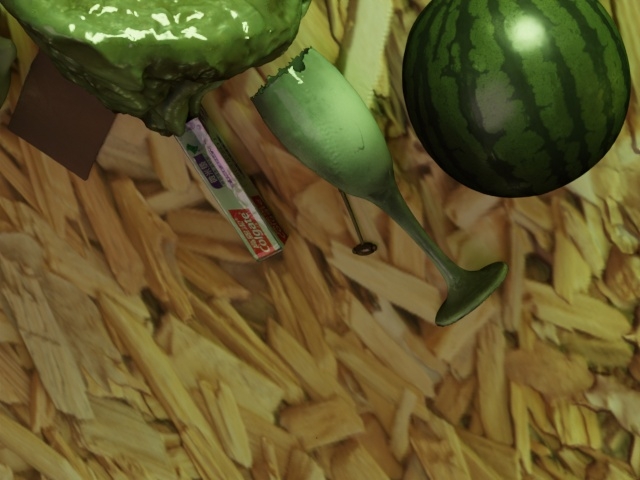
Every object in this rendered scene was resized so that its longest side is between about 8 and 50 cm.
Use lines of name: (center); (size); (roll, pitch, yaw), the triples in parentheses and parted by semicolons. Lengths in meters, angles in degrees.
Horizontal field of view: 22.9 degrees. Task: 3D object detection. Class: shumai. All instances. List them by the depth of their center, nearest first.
shumai: (-0.185, -0.198, 1.527); (0.309, 0.304, 0.263); (32, 141, 10)

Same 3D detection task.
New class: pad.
pad: (-0.279, -0.160, 1.765); (0.113, 0.006, 0.188); (33, 131, 2)

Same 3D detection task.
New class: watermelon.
watermelon: (0.174, -0.146, 1.427); (0.212, 0.212, 0.212); (12, 125, 18)

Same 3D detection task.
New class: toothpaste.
toothpaste: (-0.102, -0.069, 1.716); (0.040, 0.047, 0.196); (-26, 107, 21)

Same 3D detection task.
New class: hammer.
hammer: (0.029, -0.038, 1.692); (0.029, 0.014, 0.123); (-13, 112, 22)

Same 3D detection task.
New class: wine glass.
wine glass: (0.000, 0.000, 1.588); (0.309, 0.264, 0.096); (48, 164, -10)

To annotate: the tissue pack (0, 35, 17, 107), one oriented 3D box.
tissue pack: (-0.492, -0.223, 1.680); (0.236, 0.229, 0.333); (-23, 109, 37)
